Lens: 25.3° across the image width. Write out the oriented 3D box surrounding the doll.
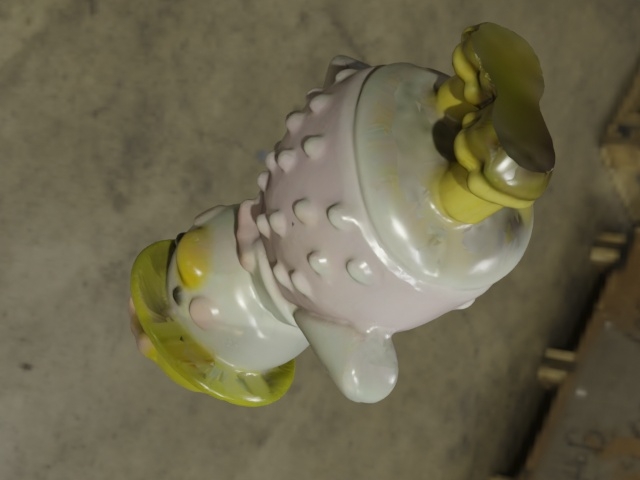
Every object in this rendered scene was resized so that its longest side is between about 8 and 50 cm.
[{"bbox_3d":[0.000,0.000,0.484,0.081,0.207,0.129,19,55,-34],"label":"doll"}]
